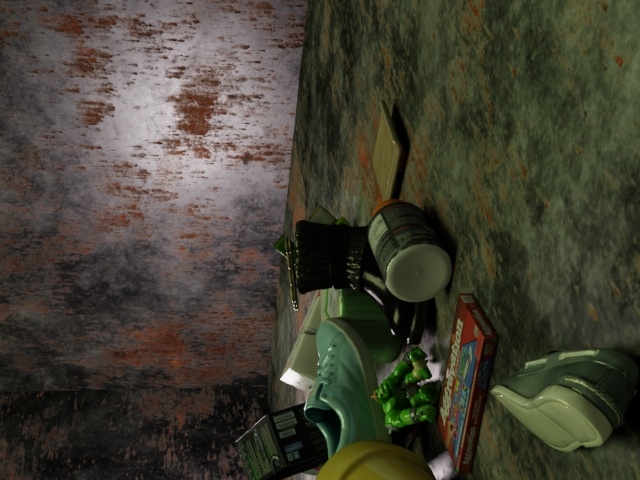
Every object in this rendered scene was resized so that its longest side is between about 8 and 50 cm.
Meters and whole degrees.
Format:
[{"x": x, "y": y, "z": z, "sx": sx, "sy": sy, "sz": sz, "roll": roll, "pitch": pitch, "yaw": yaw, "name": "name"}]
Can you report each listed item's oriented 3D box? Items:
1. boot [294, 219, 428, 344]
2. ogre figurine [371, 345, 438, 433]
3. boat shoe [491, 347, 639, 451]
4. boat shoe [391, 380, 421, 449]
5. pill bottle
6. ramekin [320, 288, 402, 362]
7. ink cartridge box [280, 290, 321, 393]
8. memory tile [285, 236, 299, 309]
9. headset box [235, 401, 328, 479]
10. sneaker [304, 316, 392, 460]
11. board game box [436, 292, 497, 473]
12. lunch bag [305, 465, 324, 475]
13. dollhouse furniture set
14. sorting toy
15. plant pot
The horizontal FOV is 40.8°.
[{"x": 0.076, "y": 0.088, "z": 1.825, "sx": 0.348, "sy": 0.260, "sz": 0.131, "roll": -101, "pitch": 14, "yaw": -51, "name": "boot"}, {"x": 0.170, "y": 0.304, "z": 1.697, "sx": 0.118, "sy": 0.097, "sz": 0.197, "roll": -42, "pitch": 44, "yaw": 21, "name": "ogre figurine"}, {"x": 0.305, "y": 0.193, "z": 1.080, "sx": 0.099, "sy": 0.116, "sz": 0.319, "roll": -47, "pitch": -5, "yaw": -10, "name": "boat shoe"}, {"x": 0.141, "y": 0.432, "z": 1.874, "sx": 0.324, "sy": 0.117, "sz": 0.096, "roll": 110, "pitch": 161, "yaw": -43, "name": "boat shoe"}, {"x": 0.166, "y": 0.006, "z": 1.696, "sx": 0.245, "sy": 0.131, "sz": 0.130, "roll": -107, "pitch": 20, "yaw": -60, "name": "pill bottle"}, {"x": 0.093, "y": 0.142, "z": 2.057, "sx": 0.303, "sy": 0.148, "sz": 0.303, "roll": 180, "pitch": 90, "yaw": -80, "name": "ramekin"}, {"x": 0.003, "y": 0.268, "z": 2.388, "sx": 0.207, "sy": 0.117, "sz": 0.283, "roll": 120, "pitch": 173, "yaw": -69, "name": "ink cartridge box"}, {"x": -0.062, "y": 0.073, "z": 1.877, "sx": 0.113, "sy": 0.012, "sz": 0.148, "roll": 83, "pitch": -179, "yaw": -73, "name": "memory tile"}, {"x": -0.046, "y": 0.483, "z": 2.086, "sx": 0.283, "sy": 0.246, "sz": 0.131, "roll": -50, "pitch": 57, "yaw": 55, "name": "headset box"}, {"x": 0.032, "y": 0.311, "z": 1.804, "sx": 0.135, "sy": 0.150, "sz": 0.366, "roll": -61, "pitch": 37, "yaw": 38, "name": "sneaker"}, {"x": 0.250, "y": 0.248, "z": 1.499, "sx": 0.145, "sy": 0.027, "sz": 0.281, "roll": -106, "pitch": 19, "yaw": -63, "name": "board game box"}, {"x": -0.005, "y": 0.573, "z": 2.387, "sx": 0.262, "sy": 0.224, "sz": 0.160, "roll": 112, "pitch": 162, "yaw": -70, "name": "lunch bag"}, {"x": 0.000, "y": 0.000, "z": 2.333, "sx": 0.197, "sy": 0.151, "sz": 0.301, "roll": -49, "pitch": 8, "yaw": 0, "name": "dollhouse furniture set"}, {"x": 0.162, "y": -0.197, "z": 2.027, "sx": 0.193, "sy": 0.038, "sz": 0.208, "roll": -101, "pitch": 10, "yaw": -49, "name": "sorting toy"}, {"x": 0.139, "y": 0.510, "z": 1.570, "sx": 0.239, "sy": 0.254, "sz": 0.253, "roll": 178, "pitch": 93, "yaw": -64, "name": "plant pot"}]
